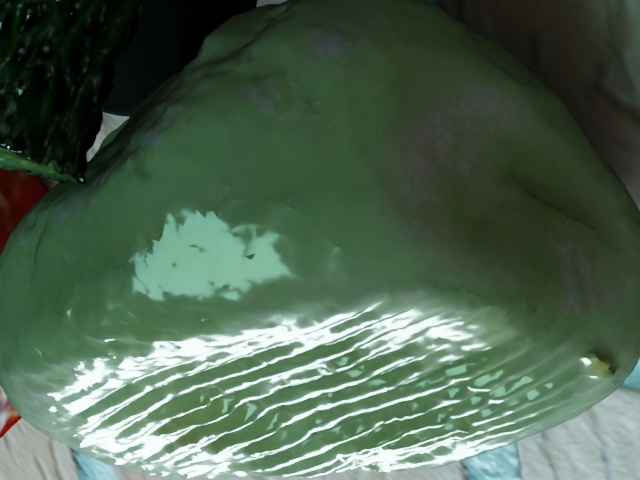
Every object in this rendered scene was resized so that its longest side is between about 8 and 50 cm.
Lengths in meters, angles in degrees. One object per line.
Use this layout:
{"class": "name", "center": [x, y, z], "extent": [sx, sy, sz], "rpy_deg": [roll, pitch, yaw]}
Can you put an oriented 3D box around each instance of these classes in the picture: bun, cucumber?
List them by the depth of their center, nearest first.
{"class": "cucumber", "center": [-0.098, -0.207, 0.926], "extent": [0.096, 0.359, 0.096], "rpy_deg": [19, 176, 1]}
{"class": "bun", "center": [0.000, 0.000, 1.044], "extent": [0.361, 0.213, 0.361], "rpy_deg": [-1, 155, -1]}

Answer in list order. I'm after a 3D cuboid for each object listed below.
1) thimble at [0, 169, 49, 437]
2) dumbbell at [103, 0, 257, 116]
{"class": "thimble", "center": [-0.354, 0.031, 1.416], "extent": [0.350, 0.230, 0.350], "rpy_deg": [23, 135, 25]}
{"class": "dumbbell", "center": [-0.210, -0.108, 1.056], "extent": [0.204, 0.322, 0.204], "rpy_deg": [34, 144, 28]}
